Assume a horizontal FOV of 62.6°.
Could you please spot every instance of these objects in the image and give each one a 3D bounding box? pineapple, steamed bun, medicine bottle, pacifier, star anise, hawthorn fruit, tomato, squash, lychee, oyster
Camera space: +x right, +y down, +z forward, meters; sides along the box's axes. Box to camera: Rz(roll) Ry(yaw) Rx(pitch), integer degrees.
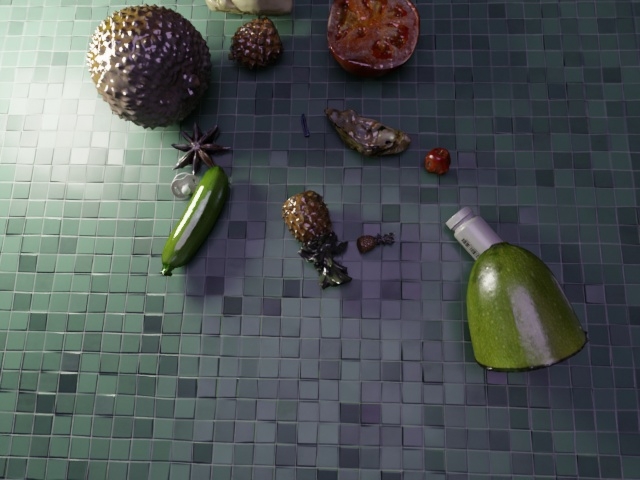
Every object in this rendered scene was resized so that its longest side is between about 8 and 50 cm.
[{"bbox_3d":[-0.228,-0.662,1.793,0.193,0.166,0.166,-24,77,6],"label":"pineapple"},{"bbox_3d":[-0.248,-0.875,1.784,0.276,0.289,0.203,-9,115,-33],"label":"steamed bun"},{"bbox_3d":[0.484,-0.011,1.628,0.103,0.103,0.187,-38,78,-6],"label":"medicine bottle"},{"bbox_3d":[-0.442,-0.176,1.721,0.099,0.078,0.081,-24,121,-1],"label":"pacifier"},{"bbox_3d":[-0.400,-0.301,1.758,0.180,0.061,0.204,23,81,0],"label":"star anise"},{"bbox_3d":[0.381,-0.258,1.698,0.093,0.093,0.093,-1,77,2],"label":"hawthorn fruit"},{"bbox_3d":[0.179,0.001,1.673,0.124,0.058,0.058,-13,76,-15],"label":"pineapple"},{"bbox_3d":[0.172,-0.685,1.782,0.338,0.144,0.338,0,77,-2],"label":"tomato"},{"bbox_3d":[-0.396,-0.060,1.680,0.107,0.107,0.395,26,79,8],"label":"squash"},{"bbox_3d":[0.536,0.161,1.450,0.310,0.310,0.309,-19,94,-2],"label":"squash"},{"bbox_3d":[0.000,0.000,1.640,0.170,0.141,0.310,-21,83,-28],"label":"pineapple"},{"bbox_3d":[-0.549,-0.556,1.676,0.432,0.380,0.380,28,79,21],"label":"lychee"},{"bbox_3d":[0.144,-0.361,1.746,0.294,0.094,0.166,38,63,20],"label":"oyster"}]

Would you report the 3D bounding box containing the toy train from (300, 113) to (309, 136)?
[{"bbox_3d":[-0.054,-0.392,1.787,0.017,0.017,0.083,-15,76,6],"label":"toy train"}]
